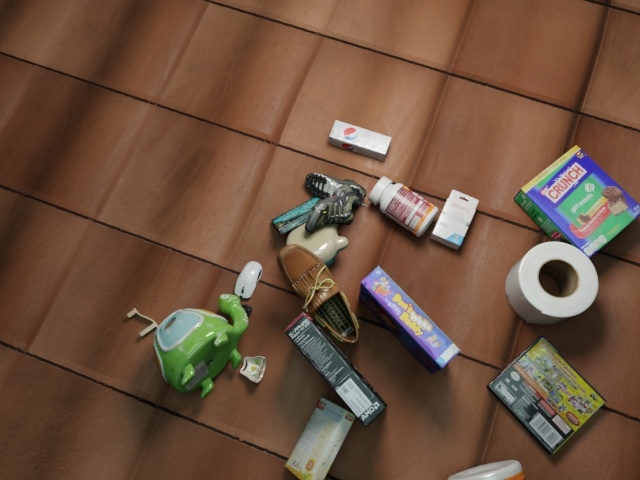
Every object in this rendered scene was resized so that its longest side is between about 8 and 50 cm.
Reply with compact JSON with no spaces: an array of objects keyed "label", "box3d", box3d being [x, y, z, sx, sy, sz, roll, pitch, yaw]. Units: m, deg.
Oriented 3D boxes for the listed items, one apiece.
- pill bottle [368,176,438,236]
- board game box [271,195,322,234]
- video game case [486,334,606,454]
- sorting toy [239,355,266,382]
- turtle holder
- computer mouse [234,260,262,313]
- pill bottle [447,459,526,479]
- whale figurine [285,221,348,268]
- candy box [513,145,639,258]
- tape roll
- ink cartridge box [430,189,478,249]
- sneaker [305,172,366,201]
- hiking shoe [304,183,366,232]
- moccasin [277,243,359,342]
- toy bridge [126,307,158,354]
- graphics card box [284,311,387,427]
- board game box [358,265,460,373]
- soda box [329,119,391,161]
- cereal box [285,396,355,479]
[{"label":"pill bottle","box3d":[0.282,-0.120,2.027,0.221,0.121,0.121,36,77,12]},{"label":"board game box","box3d":[-0.072,-0.089,2.034,0.186,0.126,0.026,-29,112,-7]},{"label":"video game case","box3d":[0.714,0.485,1.870,0.248,0.035,0.275,-40,75,-10]},{"label":"sorting toy","box3d":[-0.222,0.414,1.921,0.075,0.045,0.083,13,74,14]},{"label":"turtle holder","box3d":[-0.380,0.307,1.853,0.227,0.243,0.320,36,94,27]},{"label":"computer mouse","box3d":[-0.258,0.155,2.000,0.106,0.042,0.193,17,74,8]},{"label":"pill bottle","box3d":[0.520,0.847,1.664,0.224,0.224,0.392,-15,72,-3]},{"label":"whale figurine","box3d":[0.000,0.000,2.009,0.216,0.141,0.272,14,49,24]},{"label":"candy box","box3d":[0.871,-0.122,2.009,0.268,0.122,0.317,-38,74,-9]},{"label":"tape roll","box3d":[0.740,0.142,1.906,0.246,0.169,0.246,0,72,1]},{"label":"ink cartridge box","box3d":[0.463,-0.072,2.038,0.104,0.060,0.180,25,75,10]},{"label":"sneaker","box3d":[0.060,-0.185,2.079,0.234,0.106,0.078,19,109,22]},{"label":"hiking shoe","box3d":[0.049,-0.088,1.932,0.114,0.086,0.227,44,67,8]},{"label":"moccasin","box3d":[-0.002,0.172,1.846,0.139,0.147,0.380,-32,108,-6]},{"label":"toy bridge","box3d":[-0.573,0.299,1.974,0.063,0.026,0.188,-36,75,-11]},{"label":"graphics card box","box3d":[0.051,0.396,1.815,0.094,0.233,0.371,-42,77,-5]},{"label":"board game box","box3d":[0.268,0.256,1.852,0.078,0.233,0.347,-41,76,-10]},{"label":"soda box","box3d":[0.142,-0.360,2.135,0.216,0.069,0.073,19,74,8]},{"label":"cereal box","box3d":[-0.002,0.608,1.787,0.047,0.173,0.240,36,75,-21]}]
